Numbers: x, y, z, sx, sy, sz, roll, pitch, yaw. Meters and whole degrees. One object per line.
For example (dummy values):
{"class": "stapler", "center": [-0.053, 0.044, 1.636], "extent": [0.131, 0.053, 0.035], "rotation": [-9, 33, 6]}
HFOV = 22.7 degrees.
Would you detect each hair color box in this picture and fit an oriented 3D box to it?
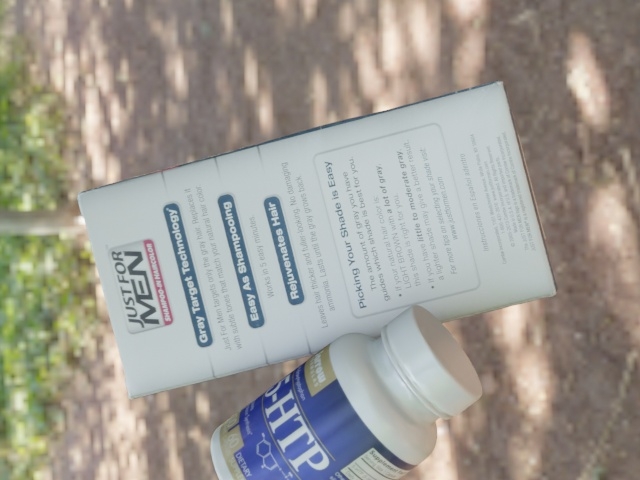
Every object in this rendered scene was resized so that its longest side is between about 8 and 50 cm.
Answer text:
{"class": "hair color box", "center": [0.000, 0.000, 1.279], "extent": [0.105, 0.347, 0.174], "rotation": [-16, -89, -83]}

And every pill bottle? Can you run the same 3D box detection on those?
{"class": "pill bottle", "center": [0.021, 0.134, 1.184], "extent": [0.187, 0.112, 0.112], "rotation": [-38, 40, 15]}
